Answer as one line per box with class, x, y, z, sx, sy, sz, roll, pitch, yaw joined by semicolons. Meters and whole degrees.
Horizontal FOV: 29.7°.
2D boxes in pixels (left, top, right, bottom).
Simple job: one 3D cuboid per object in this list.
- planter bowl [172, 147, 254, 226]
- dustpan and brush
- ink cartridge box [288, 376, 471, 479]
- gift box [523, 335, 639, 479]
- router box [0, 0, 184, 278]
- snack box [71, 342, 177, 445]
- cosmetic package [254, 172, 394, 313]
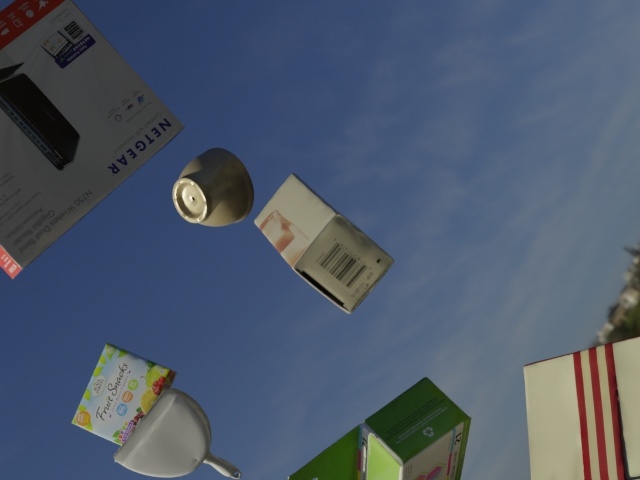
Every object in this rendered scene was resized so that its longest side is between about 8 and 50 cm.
planter bowl;-0.231;-0.096;2.458;0.109;0.162;0.162;-29;-29;-45
dustpan and brush;-0.203;0.329;1.895;0.147;0.211;0.060;-52;20;3
ink cartridge box;0.082;0.339;1.713;0.255;0.097;0.189;-33;-34;-25
gift box;0.416;0.271;1.490;0.255;0.258;0.276;23;-32;-38
router box;-0.420;-0.167;1.754;0.335;0.301;0.082;-46;8;-25
snack box;-0.461;0.369;2.839;0.207;0.174;0.070;-66;-15;-8
cosmetic package;0.000;0.000;2.182;0.129;0.153;0.296;-50;22;3
